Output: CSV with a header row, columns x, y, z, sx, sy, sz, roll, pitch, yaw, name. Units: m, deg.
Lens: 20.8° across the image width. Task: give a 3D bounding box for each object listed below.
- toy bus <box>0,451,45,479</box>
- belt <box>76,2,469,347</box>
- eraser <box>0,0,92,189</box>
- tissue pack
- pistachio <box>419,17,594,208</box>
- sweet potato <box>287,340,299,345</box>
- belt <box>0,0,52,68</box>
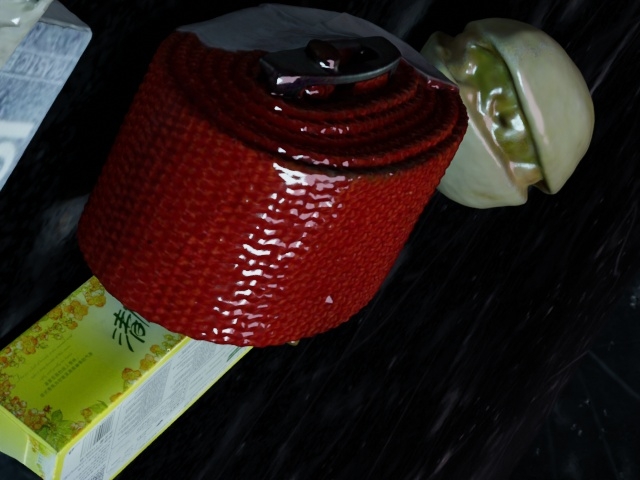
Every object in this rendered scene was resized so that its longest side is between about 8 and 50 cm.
x,y,z,sx,sy,sz,roll,pitch,yaw,name
-0.151,0.107,0.443,0.138,0.275,0.167,-45,163,-31,toy bus
-0.014,-0.041,0.802,0.201,0.128,0.124,-25,148,-58,belt
-0.164,0.000,0.601,0.212,0.046,0.092,-58,164,11,eraser
-0.100,0.060,0.882,0.176,0.062,0.095,-44,163,-36,tissue pack
0.111,-0.085,1.111,0.124,0.124,0.185,-52,158,-8,pistachio
0.000,0.000,1.080,0.050,0.050,0.214,-46,168,-28,sweet potato
-0.183,-0.060,0.317,0.094,0.126,0.359,-51,161,23,belt
